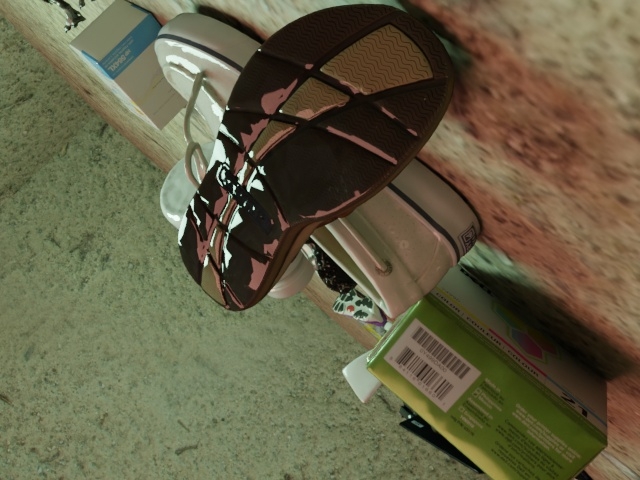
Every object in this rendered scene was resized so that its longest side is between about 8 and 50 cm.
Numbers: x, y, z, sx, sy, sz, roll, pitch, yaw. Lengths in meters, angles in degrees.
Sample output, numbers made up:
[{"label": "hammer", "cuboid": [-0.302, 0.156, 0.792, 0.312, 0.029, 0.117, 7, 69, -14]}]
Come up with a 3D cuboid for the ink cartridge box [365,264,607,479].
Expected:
[{"label": "ink cartridge box", "cuboid": [0.184, 0.113, 0.601, 0.189, 0.097, 0.255, 40, -155, 14]}]

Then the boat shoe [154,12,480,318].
[{"label": "boat shoe", "cuboid": [-0.051, -0.058, 0.531, 0.367, 0.156, 0.136, 39, 171, 15]}]

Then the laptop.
[{"label": "laptop", "cuboid": [0.330, 0.402, 1.107, 0.264, 0.136, 0.234, 45, 165, -24]}]

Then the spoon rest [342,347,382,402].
[{"label": "spoon rest", "cuboid": [0.153, 0.179, 0.860, 0.276, 0.084, 0.137, 6, -141, -49]}]

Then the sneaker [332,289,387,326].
[{"label": "sneaker", "cuboid": [0.087, 0.159, 1.319, 0.071, 0.068, 0.170, 40, 173, -29]}]

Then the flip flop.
[{"label": "flip flop", "cuboid": [-0.014, -0.043, 0.400, 0.112, 0.080, 0.277, 51, 136, 11]}]

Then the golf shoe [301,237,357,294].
[{"label": "golf shoe", "cuboid": [0.000, 0.000, 0.930, 0.198, 0.077, 0.094, 55, 177, -29]}]

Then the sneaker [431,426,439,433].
[{"label": "sneaker", "cuboid": [0.216, 0.174, 0.778, 0.270, 0.090, 0.145, 18, -133, -44]}]

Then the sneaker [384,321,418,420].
[{"label": "sneaker", "cuboid": [0.205, 0.302, 1.219, 0.296, 0.147, 0.104, 46, 171, -21]}]

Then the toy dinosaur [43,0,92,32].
[{"label": "toy dinosaur", "cuboid": [-0.354, -0.354, 0.777, 0.118, 0.064, 0.268, 52, 166, -19]}]

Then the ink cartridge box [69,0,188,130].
[{"label": "ink cartridge box", "cuboid": [-0.229, -0.220, 0.761, 0.092, 0.090, 0.143, 35, 169, 38]}]

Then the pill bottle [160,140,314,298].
[{"label": "pill bottle", "cuboid": [-0.127, -0.020, 1.030, 0.169, 0.169, 0.301, 34, 169, 42]}]

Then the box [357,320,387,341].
[{"label": "box", "cuboid": [0.156, 0.227, 1.422, 0.179, 0.043, 0.105, 45, 171, -5]}]
